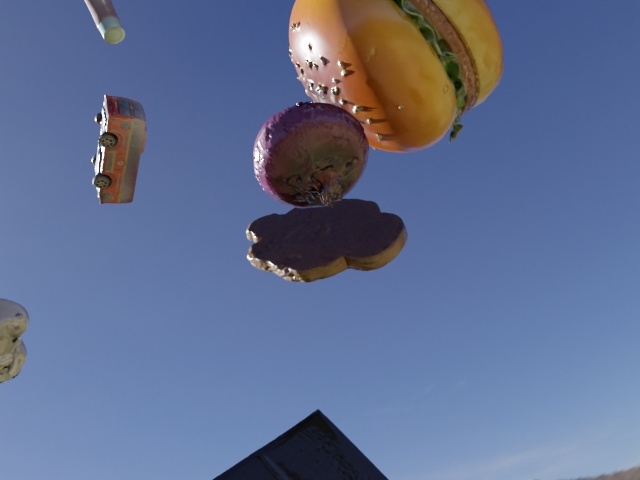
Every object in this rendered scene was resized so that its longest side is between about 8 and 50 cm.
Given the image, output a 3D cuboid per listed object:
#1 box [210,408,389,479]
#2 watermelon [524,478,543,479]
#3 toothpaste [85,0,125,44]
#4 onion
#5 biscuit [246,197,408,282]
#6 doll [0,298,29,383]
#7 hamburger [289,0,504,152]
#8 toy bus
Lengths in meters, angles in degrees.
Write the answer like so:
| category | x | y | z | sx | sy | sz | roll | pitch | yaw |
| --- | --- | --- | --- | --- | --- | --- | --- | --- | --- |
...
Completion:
| category | x | y | z | sx | sy | sz | roll | pitch | yaw |
| --- | --- | --- | --- | --- | --- | --- | --- | --- | --- |
| box | -0.046 | 0.469 | 1.010 | 0.251 | 0.204 | 0.345 | -25 | -39 | -38 |
| watermelon | 0.253 | 0.299 | 0.514 | 0.140 | 0.193 | 0.257 | -24 | -57 | 19 |
| toothpaste | -0.361 | -0.393 | 1.094 | 0.056 | 0.205 | 0.036 | -10 | -33 | -33 |
| onion | -0.007 | -0.076 | 0.657 | 0.115 | 0.104 | 0.115 | -16 | -33 | -11 |
| biscuit | 0.000 | 0.000 | 1.084 | 0.208 | 0.290 | 0.041 | -45 | -51 | -40 |
| doll | -0.617 | 0.200 | 1.303 | 0.110 | 0.107 | 0.181 | -15 | -57 | -45 |
| hamburger | 0.066 | -0.196 | 0.745 | 0.170 | 0.246 | 0.246 | -44 | -28 | -11 |
| toy bus | -0.329 | -0.144 | 1.110 | 0.077 | 0.065 | 0.192 | -1 | -42 | -25 |
